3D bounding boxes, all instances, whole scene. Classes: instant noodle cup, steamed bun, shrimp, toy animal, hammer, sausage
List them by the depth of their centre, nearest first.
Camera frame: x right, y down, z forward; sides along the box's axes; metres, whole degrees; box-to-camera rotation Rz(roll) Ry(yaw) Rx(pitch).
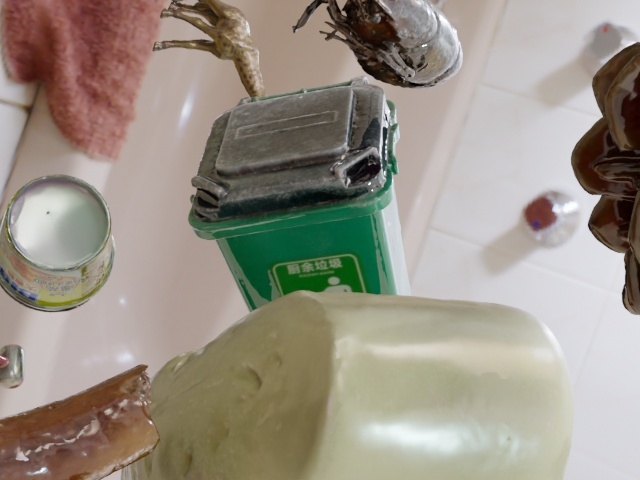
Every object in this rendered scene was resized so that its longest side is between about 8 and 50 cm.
[{"bbox_3d":[-0.260,0.164,0.810,0.302,0.076,0.103,-7,111,-31],"label":"sausage"},{"bbox_3d":[0.010,0.242,1.075,0.371,0.456,0.290,8,59,-30],"label":"steamed bun"},{"bbox_3d":[0.057,-0.252,1.156,0.116,0.145,0.343,-63,152,-3],"label":"shrimp"},{"bbox_3d":[-0.366,0.134,1.189,0.083,0.031,0.053,47,27,-54],"label":"hammer"},{"bbox_3d":[-0.418,-0.006,1.653,0.205,0.205,0.153,-57,-178,-26],"label":"instant noodle cup"},{"bbox_3d":[-0.149,-0.295,1.656,0.149,0.275,0.054,-45,171,-25],"label":"toy animal"}]

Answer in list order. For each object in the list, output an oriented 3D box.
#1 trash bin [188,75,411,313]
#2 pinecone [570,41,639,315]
[{"bbox_3d":[0.000,0.000,1.396,0.295,0.259,0.381,-83,162,-54],"label":"trash bin"},{"bbox_3d":[0.389,-0.047,0.704,0.384,0.384,0.385,-45,146,-43],"label":"pinecone"}]
